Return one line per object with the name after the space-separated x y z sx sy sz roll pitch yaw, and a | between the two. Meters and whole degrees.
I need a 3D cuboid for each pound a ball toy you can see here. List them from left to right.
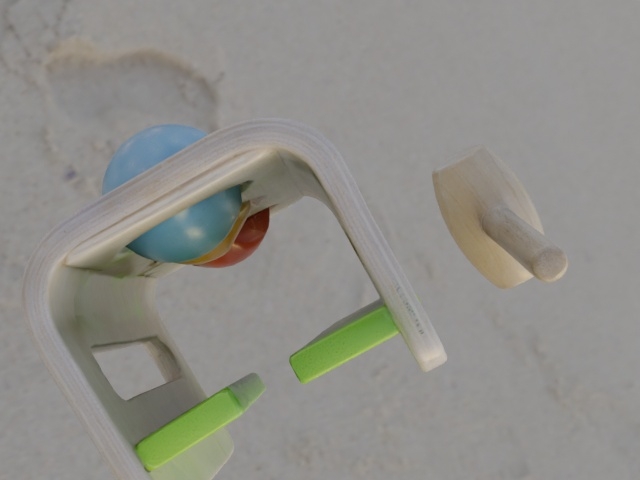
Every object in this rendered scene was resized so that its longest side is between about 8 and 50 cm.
0.000 0.000 0.705 0.136 0.208 0.319 60 1 2 | pound a ball toy
